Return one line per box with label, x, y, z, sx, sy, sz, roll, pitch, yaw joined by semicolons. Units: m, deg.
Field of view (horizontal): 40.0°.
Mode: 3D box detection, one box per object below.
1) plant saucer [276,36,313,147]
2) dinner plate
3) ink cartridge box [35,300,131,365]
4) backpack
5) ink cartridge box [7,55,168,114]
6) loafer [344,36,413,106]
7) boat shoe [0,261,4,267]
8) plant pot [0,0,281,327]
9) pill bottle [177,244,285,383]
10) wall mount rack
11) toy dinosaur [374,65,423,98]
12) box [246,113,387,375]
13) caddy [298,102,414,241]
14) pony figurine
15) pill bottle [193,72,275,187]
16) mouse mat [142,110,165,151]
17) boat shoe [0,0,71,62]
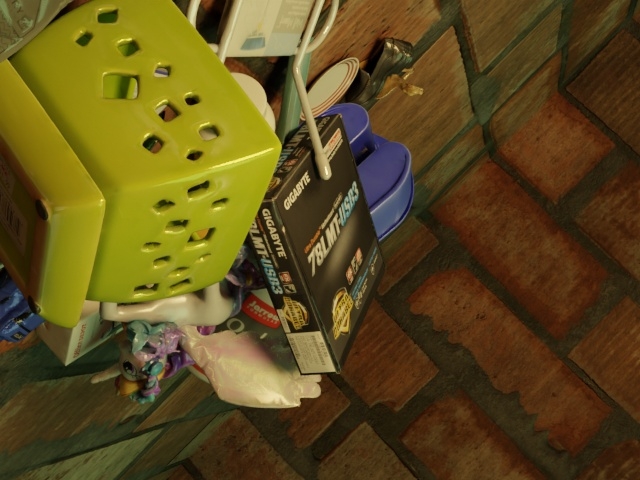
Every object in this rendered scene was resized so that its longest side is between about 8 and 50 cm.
plant saucer;-0.043;-0.211;1.328;0.067;0.018;0.192;-43;147;-67
dinner plate;0.012;-0.265;1.518;0.141;0.017;0.141;-40;166;-12
ink cartridge box;-0.352;0.097;1.424;0.190;0.082;0.140;-36;164;-37
backpack;-0.420;0.085;1.149;0.120;0.101;0.098;-38;159;-9
ink cartridge box;-0.323;-0.098;0.949;0.307;0.072;0.303;-50;164;16
loafer;0.091;-0.304;1.578;0.061;0.062;0.170;20;132;-31
boat shoe;-0.290;-0.024;0.944;0.258;0.084;0.095;-31;161;-42
plant pot;-0.201;-0.067;0.808;0.207;0.228;0.227;-25;157;-36
pill bottle;-0.140;0.120;1.836;0.363;0.210;0.210;-50;165;24
wall mount rack;-0.039;-0.226;1.131;0.350;0.130;0.304;-21;135;-59
toy dinosaur;0.115;-0.292;1.628;0.183;0.053;0.093;-1;-129;45
box;0.000;0.000;1.326;0.073;0.293;0.295;-5;-152;24
caddy;0.018;-0.084;1.615;0.341;0.241;0.179;-40;162;-14
pony figurine;-0.182;0.096;1.339;0.351;0.303;0.363;-7;132;-15
pill bottle;-0.125;-0.147;1.262;0.117;0.117;0.208;-39;166;-20
mouse mat;-0.261;-0.082;1.126;0.190;0.007;0.152;-46;-160;11
boat shoe;-0.223;-0.255;0.724;0.320;0.103;0.118;-45;150;-20
